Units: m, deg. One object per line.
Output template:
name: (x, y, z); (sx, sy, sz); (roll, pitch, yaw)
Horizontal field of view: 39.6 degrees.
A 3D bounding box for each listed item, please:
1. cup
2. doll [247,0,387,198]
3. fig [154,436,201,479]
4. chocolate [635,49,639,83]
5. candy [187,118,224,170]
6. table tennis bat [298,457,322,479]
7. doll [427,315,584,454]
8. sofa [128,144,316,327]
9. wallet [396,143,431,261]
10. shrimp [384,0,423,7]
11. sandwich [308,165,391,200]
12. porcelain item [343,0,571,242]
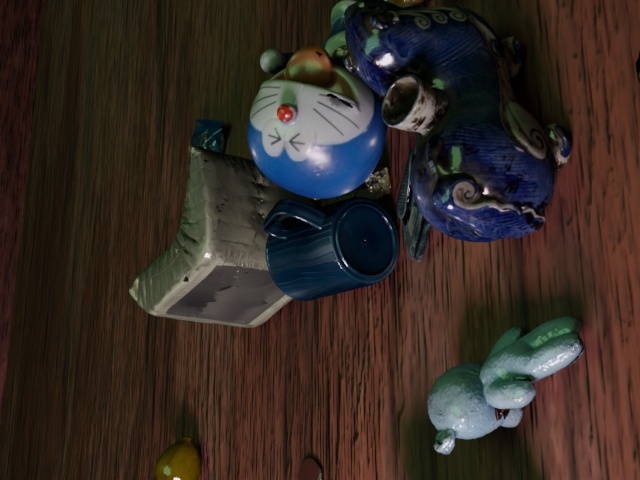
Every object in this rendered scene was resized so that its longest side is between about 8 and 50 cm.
cup: (0.002, 0.011, 1.099); (0.138, 0.150, 0.114); (-17, 75, 53)
doll: (0.024, -0.169, 1.047); (0.161, 0.215, 0.257); (88, -154, -61)
fig: (-0.224, 0.358, 1.426); (0.074, 0.074, 0.088); (-12, 56, 56)
chocolate: (0.306, -0.129, 0.696); (0.080, 0.125, 0.149); (-20, 59, 36)
candy: (-0.203, -0.148, 1.589); (0.088, 0.038, 0.136); (13, 99, 45)
table tennis bat: (-0.007, 0.314, 1.150); (0.083, 0.007, 0.050); (33, 108, 59)
doll: (0.183, 0.140, 0.857); (0.179, 0.075, 0.120); (-30, 14, 28)
sofa: (-0.136, 0.006, 1.268); (0.225, 0.210, 0.176); (-42, 49, 46)
wallet: (0.107, -0.044, 1.010); (0.129, 0.026, 0.088); (95, 169, -57)
shrimp: (0.082, -0.303, 1.163); (0.217, 0.051, 0.115); (-62, 31, 23)
sandwich: (0.032, -0.073, 1.119); (0.093, 0.104, 0.036); (-150, 52, -62)
porcelain item: (0.130, -0.133, 0.906); (0.138, 0.186, 0.288); (-43, 47, 42)
